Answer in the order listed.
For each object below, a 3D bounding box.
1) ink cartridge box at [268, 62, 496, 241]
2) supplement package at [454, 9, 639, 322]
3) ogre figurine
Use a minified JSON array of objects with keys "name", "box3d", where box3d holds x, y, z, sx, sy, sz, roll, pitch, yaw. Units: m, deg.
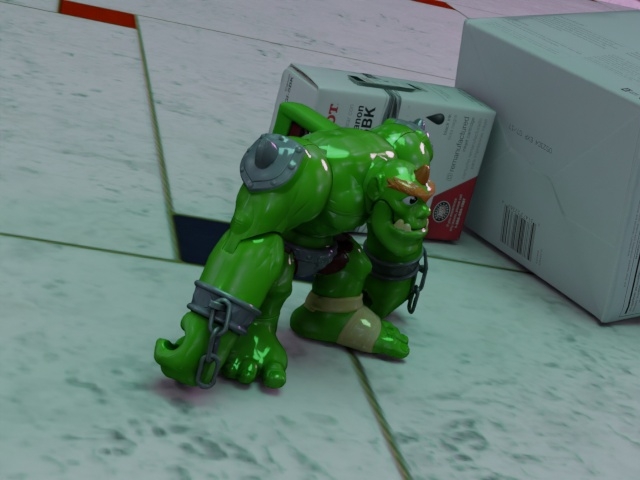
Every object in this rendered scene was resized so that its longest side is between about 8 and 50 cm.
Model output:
[{"name":"ink cartridge box","box3d":[0.036,-0.057,0.833,0.135,0.099,0.056,4,22,-26]},{"name":"supplement package","box3d":[0.225,-0.062,0.860,0.203,0.149,0.194,-8,28,-27]},{"name":"ogre figurine","box3d":[0.000,0.000,0.608,0.197,0.118,0.097,-1,24,-38]}]
